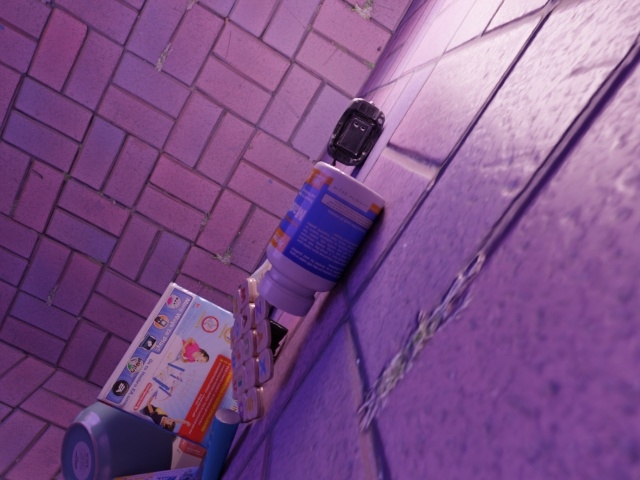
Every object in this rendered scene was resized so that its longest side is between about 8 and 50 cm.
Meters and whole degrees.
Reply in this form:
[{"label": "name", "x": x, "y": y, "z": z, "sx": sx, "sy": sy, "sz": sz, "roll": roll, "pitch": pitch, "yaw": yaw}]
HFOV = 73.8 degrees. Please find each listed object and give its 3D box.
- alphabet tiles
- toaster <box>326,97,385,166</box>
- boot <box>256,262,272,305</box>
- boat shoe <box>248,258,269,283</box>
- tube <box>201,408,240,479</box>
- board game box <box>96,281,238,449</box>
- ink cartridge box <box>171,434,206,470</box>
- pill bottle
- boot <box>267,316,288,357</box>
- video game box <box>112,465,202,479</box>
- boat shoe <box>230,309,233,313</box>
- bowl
[{"label": "alphabet tiles", "x": -0.157, "y": 0.232, "z": 0.906, "sx": 0.278, "sy": 0.021, "sz": 0.283, "roll": 133, "pitch": 135, "yaw": -54}, {"label": "toaster", "x": 0.098, "y": -0.315, "z": 1.311, "sx": 0.226, "sy": 0.129, "sz": 0.146, "roll": -62, "pitch": 5, "yaw": 5}, {"label": "boot", "x": -0.127, "y": 0.091, "z": 1.388, "sx": 0.203, "sy": 0.095, "sz": 0.262, "roll": -58, "pitch": 5, "yaw": 9}, {"label": "boat shoe", "x": -0.207, "y": 0.145, "z": 1.687, "sx": 0.302, "sy": 0.109, "sz": 0.094, "roll": -54, "pitch": -8, "yaw": -15}, {"label": "tube", "x": -0.217, "y": 0.452, "z": 0.875, "sx": 0.080, "sy": 0.052, "sz": 0.206, "roll": -89, "pitch": 16, "yaw": -84}, {"label": "board game box", "x": -0.312, "y": 0.308, "z": 1.045, "sx": 0.308, "sy": 0.302, "sz": 0.086, "roll": -65, "pitch": 10, "yaw": -30}, {"label": "ink cartridge box", "x": -0.401, "y": 0.631, "z": 1.170, "sx": 0.115, "sy": 0.067, "sz": 0.198, "roll": -4, "pitch": 54, "yaw": 54}, {"label": "pill bottle", "x": -0.009, "y": 0.002, "z": 0.812, "sx": 0.271, "sy": 0.153, "sz": 0.152, "roll": -59, "pitch": 9, "yaw": 5}, {"label": "boot", "x": -0.143, "y": 0.222, "z": 0.982, "sx": 0.099, "sy": 0.121, "sz": 0.045, "roll": -57, "pitch": 4, "yaw": -4}, {"label": "video game box", "x": -0.375, "y": 0.580, "z": 0.914, "sx": 0.187, "sy": 0.206, "sz": 0.048, "roll": -102, "pitch": 5, "yaw": -75}, {"label": "boat shoe", "x": -0.274, "y": 0.299, "z": 1.502, "sx": 0.355, "sy": 0.132, "sz": 0.130, "roll": -43, "pitch": 8, "yaw": 35}, {"label": "bowl", "x": -0.545, "y": 0.540, "z": 1.102, "sx": 0.163, "sy": 0.312, "sz": 0.311, "roll": 12, "pitch": -66, "yaw": -55}]
